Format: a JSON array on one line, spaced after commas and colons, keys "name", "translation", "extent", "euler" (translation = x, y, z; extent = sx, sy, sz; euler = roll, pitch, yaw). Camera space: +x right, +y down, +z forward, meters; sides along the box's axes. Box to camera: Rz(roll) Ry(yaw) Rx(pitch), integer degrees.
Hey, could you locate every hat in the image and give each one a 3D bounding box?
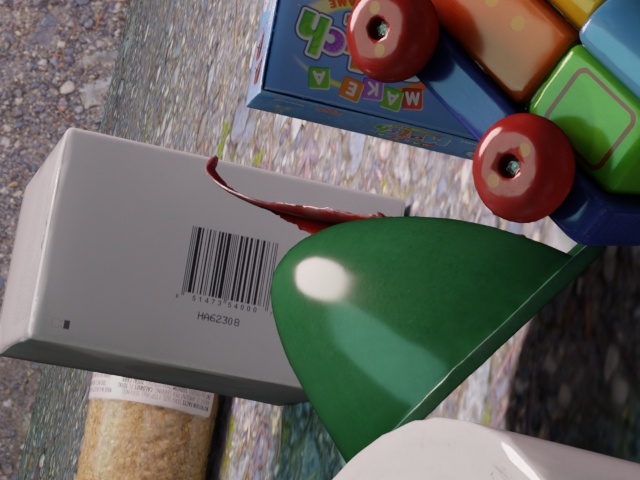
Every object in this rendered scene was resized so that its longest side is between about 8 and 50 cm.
[{"name": "hat", "translation": [0.000, 0.000, 0.685], "extent": [0.173, 0.183, 0.208], "euler": [-37, -9, -44]}]

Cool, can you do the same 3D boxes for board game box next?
[{"name": "board game box", "translation": [0.058, -0.154, 0.757], "extent": [0.039, 0.160, 0.211], "euler": [152, 129, -71]}]

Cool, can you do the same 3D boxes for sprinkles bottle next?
[{"name": "sprinkles bottle", "translation": [-0.140, 0.106, 1.311], "extent": [0.121, 0.121, 0.355], "euler": [152, 128, -70]}]

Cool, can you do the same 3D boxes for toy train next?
[{"name": "toy train", "translation": [0.081, -0.125, 0.621], "extent": [0.248, 0.105, 0.143], "euler": [51, 120, 29]}]

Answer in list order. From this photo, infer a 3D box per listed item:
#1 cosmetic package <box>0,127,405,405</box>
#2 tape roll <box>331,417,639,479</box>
[{"name": "cosmetic package", "translation": [-0.091, 0.028, 1.012], "extent": [0.225, 0.224, 0.138], "euler": [156, 125, -70]}, {"name": "tape roll", "translation": [0.059, 0.212, 0.528], "extent": [0.286, 0.100, 0.286], "euler": [-45, 36, 47]}]
